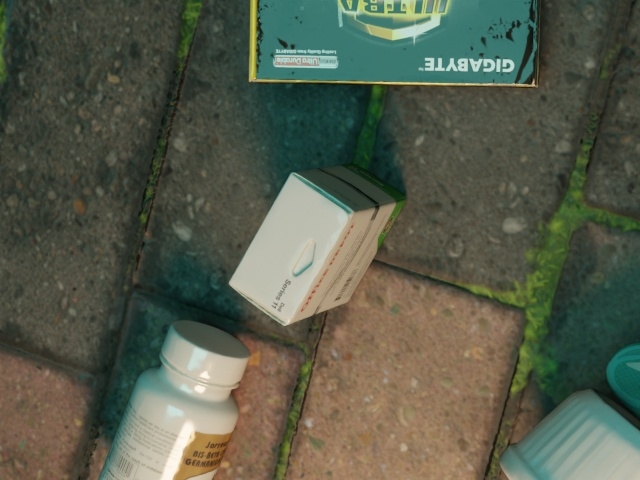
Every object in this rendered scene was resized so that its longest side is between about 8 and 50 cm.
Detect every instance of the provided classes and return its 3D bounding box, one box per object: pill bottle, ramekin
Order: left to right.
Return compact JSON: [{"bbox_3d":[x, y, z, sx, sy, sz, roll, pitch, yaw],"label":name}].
[{"bbox_3d":[-0.170,0.219,1.987,0.131,0.131,0.229,25,103,15],"label":"pill bottle"},{"bbox_3d":[0.331,0.269,1.761,0.273,0.273,0.127,38,94,12],"label":"ramekin"}]

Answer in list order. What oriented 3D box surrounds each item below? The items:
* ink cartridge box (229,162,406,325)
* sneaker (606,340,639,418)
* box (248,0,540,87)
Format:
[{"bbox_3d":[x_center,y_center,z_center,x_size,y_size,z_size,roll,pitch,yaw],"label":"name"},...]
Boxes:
[{"bbox_3d":[0.000,0.000,1.868,0.087,0.208,0.153,34,104,13],"label":"ink cartridge box"},{"bbox_3d":[0.383,0.175,1.696,0.275,0.110,0.107,38,108,52],"label":"sneaker"},{"bbox_3d":[0.085,-0.299,1.849,0.322,0.079,0.257,2,94,6],"label":"box"}]
